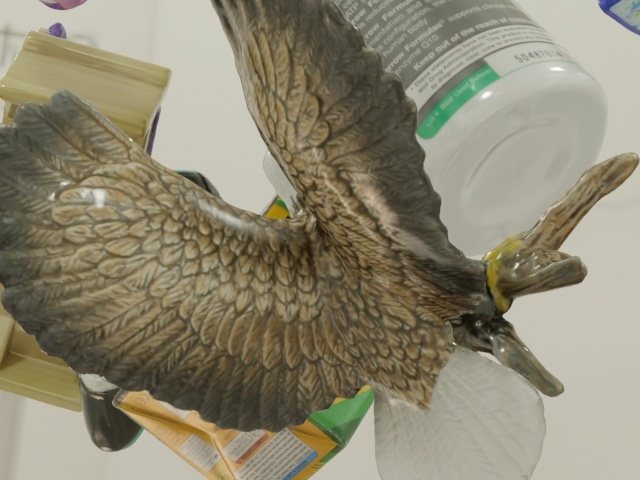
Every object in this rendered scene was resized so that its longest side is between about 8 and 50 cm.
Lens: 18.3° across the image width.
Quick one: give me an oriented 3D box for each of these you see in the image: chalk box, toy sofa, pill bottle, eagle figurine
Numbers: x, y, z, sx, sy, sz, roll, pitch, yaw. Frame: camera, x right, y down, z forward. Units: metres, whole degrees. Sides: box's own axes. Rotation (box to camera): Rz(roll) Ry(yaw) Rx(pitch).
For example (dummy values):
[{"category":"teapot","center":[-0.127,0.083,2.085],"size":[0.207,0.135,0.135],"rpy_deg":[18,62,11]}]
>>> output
[{"category":"chalk box","center":[-0.021,0.073,1.824],"size":[0.179,0.289,0.180],"rpy_deg":[39,-40,-3]},{"category":"toy sofa","center":[-0.257,-0.026,2.003],"size":[0.150,0.362,0.177],"rpy_deg":[16,30,1]},{"category":"pill bottle","center":[0.072,-0.170,1.770],"size":[0.204,0.204,0.361],"rpy_deg":[18,27,-52]},{"category":"eagle figurine","center":[-0.006,-0.004,1.049],"size":[0.298,0.226,0.225],"rpy_deg":[25,-7,-43]}]

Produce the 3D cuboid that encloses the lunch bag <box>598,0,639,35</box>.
[{"category":"lunch bag","center":[0.322,-0.246,1.780],"size":[0.129,0.096,0.151],"rpy_deg":[-37,-8,26]}]

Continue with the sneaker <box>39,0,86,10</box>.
[{"category":"sneaker","center":[-0.262,-0.295,1.777],"size":[0.095,0.236,0.104],"rpy_deg":[-26,-22,-13]}]

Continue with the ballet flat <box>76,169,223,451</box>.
[{"category":"ballet flat","center":[-0.182,0.059,1.882],"size":[0.095,0.280,0.096],"rpy_deg":[15,-6,40]}]
